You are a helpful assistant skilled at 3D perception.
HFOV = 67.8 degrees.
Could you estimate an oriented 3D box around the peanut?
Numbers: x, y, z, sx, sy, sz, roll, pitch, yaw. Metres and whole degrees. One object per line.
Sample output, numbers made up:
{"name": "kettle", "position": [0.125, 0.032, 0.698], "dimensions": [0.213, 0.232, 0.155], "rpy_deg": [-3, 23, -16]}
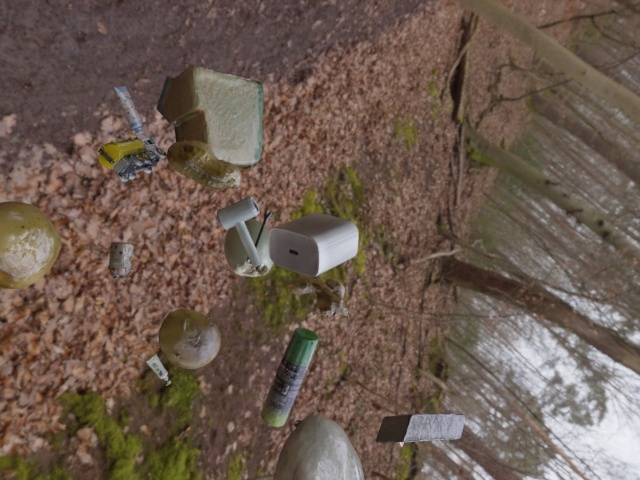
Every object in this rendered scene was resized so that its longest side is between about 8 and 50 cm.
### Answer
{"name": "peanut", "position": [-0.352, -0.230, 1.459], "dimensions": [0.110, 0.236, 0.120], "rpy_deg": [131, -21, -58]}

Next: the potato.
{"name": "potato", "position": [-0.521, 0.418, 1.980], "dimensions": [0.115, 0.299, 0.239], "rpy_deg": [-1, -125, 46]}

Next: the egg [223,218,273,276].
{"name": "egg", "position": [-0.388, 0.028, 2.607], "dimensions": [0.278, 0.278, 0.336], "rpy_deg": [121, -34, -52]}

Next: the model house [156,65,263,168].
{"name": "model house", "position": [-0.454, -0.464, 1.963], "dimensions": [0.334, 0.383, 0.342], "rpy_deg": [-2, 177, -43]}

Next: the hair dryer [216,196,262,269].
{"name": "hair dryer", "position": [-0.241, -0.016, 1.581], "dimensions": [0.131, 0.237, 0.073], "rpy_deg": [-23, 176, 8]}

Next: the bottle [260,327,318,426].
{"name": "bottle", "position": [-0.102, 0.451, 1.576], "dimensions": [0.093, 0.093, 0.330], "rpy_deg": [-28, 141, -75]}

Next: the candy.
{"name": "candy", "position": [0.005, 0.649, 1.150], "dimensions": [0.386, 0.186, 0.427], "rpy_deg": [-68, 150, -27]}

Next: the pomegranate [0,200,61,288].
{"name": "pomegranate", "position": [-1.053, 0.028, 1.607], "dimensions": [0.319, 0.319, 0.319], "rpy_deg": [-51, 174, -8]}

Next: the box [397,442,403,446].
{"name": "box", "position": [0.273, 0.655, 1.623], "dimensions": [0.058, 0.015, 0.093], "rpy_deg": [-54, 135, -31]}

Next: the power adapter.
{"name": "power adapter", "position": [0.000, 0.000, 1.389], "dimensions": [0.255, 0.187, 0.124], "rpy_deg": [-23, 122, -48]}

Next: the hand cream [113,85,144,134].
{"name": "hand cream", "position": [-0.672, -0.460, 1.681], "dimensions": [0.043, 0.171, 0.065], "rpy_deg": [-13, -164, 18]}

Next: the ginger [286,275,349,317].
{"name": "ginger", "position": [-0.005, 0.182, 1.553], "dimensions": [0.059, 0.213, 0.133], "rpy_deg": [127, -32, -64]}

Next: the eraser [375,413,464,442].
{"name": "eraser", "position": [0.315, 0.575, 1.462], "dimensions": [0.352, 0.077, 0.111], "rpy_deg": [18, 149, -42]}

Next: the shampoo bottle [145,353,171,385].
{"name": "shampoo bottle", "position": [-0.679, 0.550, 2.019], "dimensions": [0.049, 0.141, 0.034], "rpy_deg": [-40, -171, -39]}

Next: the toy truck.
{"name": "toy truck", "position": [-0.587, -0.268, 1.493], "dimensions": [0.098, 0.114, 0.227], "rpy_deg": [-40, -173, 19]}

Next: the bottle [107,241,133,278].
{"name": "bottle", "position": [-0.824, 0.088, 1.965], "dimensions": [0.099, 0.098, 0.152], "rpy_deg": [96, -5, -79]}

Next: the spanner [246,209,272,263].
{"name": "spanner", "position": [-0.260, -0.017, 2.025], "dimensions": [0.054, 0.015, 0.255], "rpy_deg": [-2, -116, 53]}
